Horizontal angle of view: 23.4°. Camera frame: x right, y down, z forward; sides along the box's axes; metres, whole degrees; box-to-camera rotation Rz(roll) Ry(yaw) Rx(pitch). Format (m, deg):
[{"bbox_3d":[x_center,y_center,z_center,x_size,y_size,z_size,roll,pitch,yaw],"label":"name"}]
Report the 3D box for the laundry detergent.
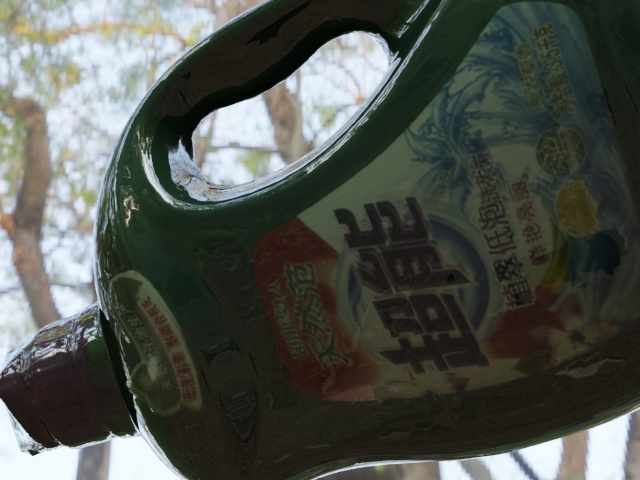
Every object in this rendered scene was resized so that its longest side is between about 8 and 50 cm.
[{"bbox_3d":[0.000,0.000,0.443,0.222,0.078,0.144,-18,-92,14],"label":"laundry detergent"}]
